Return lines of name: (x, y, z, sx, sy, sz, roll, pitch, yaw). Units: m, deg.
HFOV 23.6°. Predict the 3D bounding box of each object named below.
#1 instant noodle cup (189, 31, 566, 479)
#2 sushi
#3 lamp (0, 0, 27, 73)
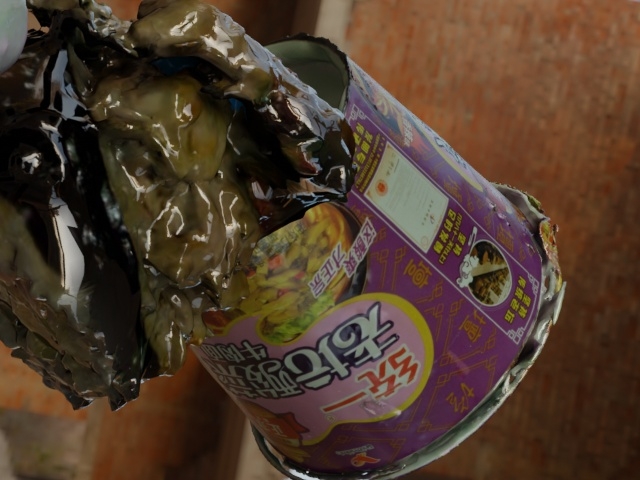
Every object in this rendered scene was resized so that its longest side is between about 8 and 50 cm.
instant noodle cup: (0.000, 0.000, 1.296, 0.339, 0.266, 0.340, -26, -143, 22)
sushi: (-0.108, -0.041, 0.813, 0.238, 0.218, 0.225, 34, -23, 57)
lamp: (-0.231, -0.032, 0.500, 0.301, 0.247, 0.247, -95, 178, -75)
